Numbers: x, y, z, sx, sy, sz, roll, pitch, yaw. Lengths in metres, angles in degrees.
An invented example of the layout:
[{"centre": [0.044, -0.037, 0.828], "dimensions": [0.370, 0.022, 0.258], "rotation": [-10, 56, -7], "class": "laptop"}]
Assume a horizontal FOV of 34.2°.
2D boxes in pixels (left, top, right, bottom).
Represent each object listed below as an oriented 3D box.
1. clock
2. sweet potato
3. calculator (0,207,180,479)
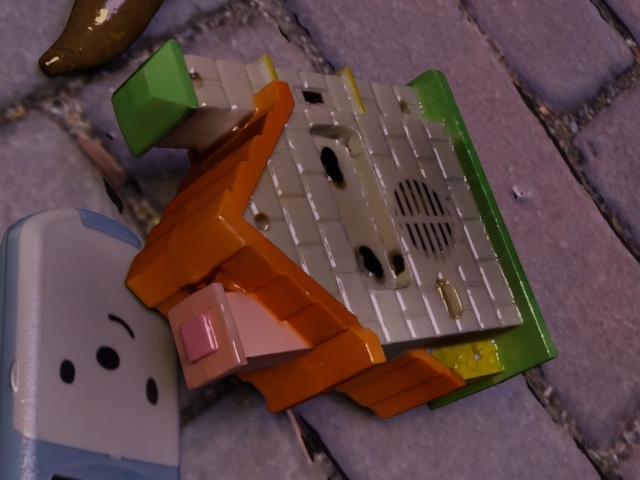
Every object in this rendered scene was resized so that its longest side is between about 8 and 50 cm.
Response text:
[{"centre": [0.000, 0.000, 0.644], "dimensions": [0.255, 0.106, 0.219], "rotation": [-1, 66, -47], "class": "clock"}, {"centre": [-0.112, -0.193, 0.726], "dimensions": [0.069, 0.059, 0.249], "rotation": [62, 40, -20], "class": "sweet potato"}, {"centre": [-0.122, 0.083, 0.553], "dimensions": [0.121, 0.039, 0.210], "rotation": [27, 50, -48], "class": "calculator"}]
